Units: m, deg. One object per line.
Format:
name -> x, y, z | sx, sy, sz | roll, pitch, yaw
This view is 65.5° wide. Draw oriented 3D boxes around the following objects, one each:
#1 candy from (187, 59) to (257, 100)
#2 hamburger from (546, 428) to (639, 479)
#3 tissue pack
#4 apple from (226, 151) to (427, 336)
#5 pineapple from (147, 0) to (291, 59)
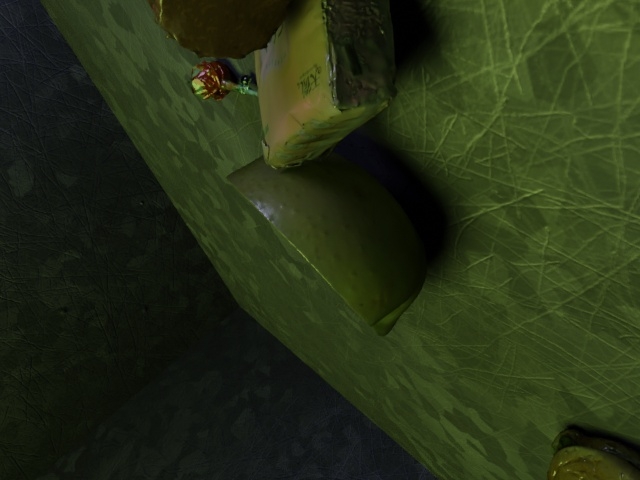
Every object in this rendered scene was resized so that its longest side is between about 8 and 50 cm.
candy -> -0.152, -0.292, 0.972 | 0.287, 0.084, 0.078 | 27, 147, 33
hamburger -> 0.506, 0.459, 0.821 | 0.265, 0.134, 0.285 | 51, 158, -10
tissue pack -> 0.000, -0.220, 0.619 | 0.256, 0.123, 0.215 | 163, 101, -67
apple -> 0.000, 0.000, 0.848 | 0.360, 0.311, 0.320 | 47, 134, 20
pineapple -> -0.133, -0.348, 0.583 | 0.165, 0.165, 0.365 | 72, 178, -47
